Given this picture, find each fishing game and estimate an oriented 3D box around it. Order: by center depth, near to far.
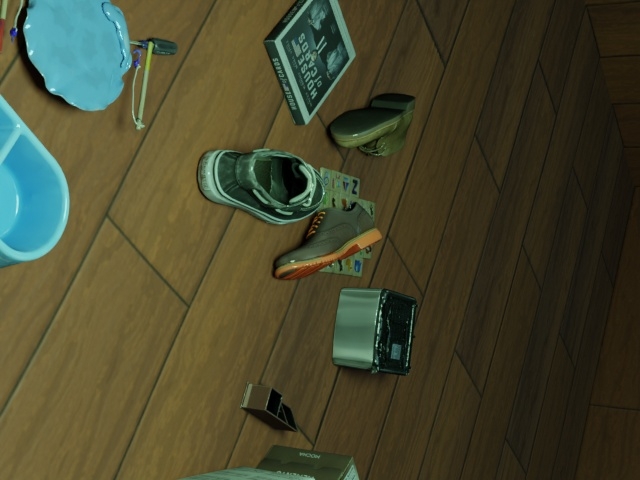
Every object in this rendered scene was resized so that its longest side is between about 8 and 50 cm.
[{"bbox_3d":[-0.321,-0.261,1.340,0.264,0.041,0.189,22,66,-53],"label":"fishing game"}]

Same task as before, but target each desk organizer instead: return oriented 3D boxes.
[{"bbox_3d":[-0.082,0.293,1.784,0.130,0.050,0.047,46,53,-52],"label":"desk organizer"}]

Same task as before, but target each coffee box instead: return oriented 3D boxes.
[{"bbox_3d":[-0.005,0.520,1.821,0.119,0.168,0.297,-51,133,-47],"label":"coffee box"}]

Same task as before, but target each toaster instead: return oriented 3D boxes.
[{"bbox_3d":[0.110,0.184,2.053,0.186,0.110,0.168,19,75,-60],"label":"toaster"}]

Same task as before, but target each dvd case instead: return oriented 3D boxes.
[{"bbox_3d":[-0.015,-0.352,1.877,0.238,0.029,0.179,-59,139,-40],"label":"dvd case"}]

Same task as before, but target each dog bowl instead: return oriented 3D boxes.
[{"bbox_3d":[-0.398,-0.085,1.181,0.297,0.074,0.166,59,43,-45],"label":"dog bowl"}]

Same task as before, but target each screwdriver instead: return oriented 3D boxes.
[{"bbox_3d":[-0.268,-0.282,1.458,0.170,0.025,0.024,-4,96,-51],"label":"screwdriver"}]

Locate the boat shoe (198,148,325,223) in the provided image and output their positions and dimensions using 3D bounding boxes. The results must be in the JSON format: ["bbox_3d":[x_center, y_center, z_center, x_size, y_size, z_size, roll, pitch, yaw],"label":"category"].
[{"bbox_3d":[-0.065,-0.088,1.716,0.335,0.119,0.121,1,91,-60],"label":"boat shoe"}]

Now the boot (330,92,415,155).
[{"bbox_3d":[0.112,-0.211,2.044,0.305,0.112,0.115,-32,130,-58],"label":"boot"}]

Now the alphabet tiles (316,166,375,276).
[{"bbox_3d":[0.051,-0.031,2.038,0.237,0.009,0.198,11,83,-60],"label":"alphabet tiles"}]

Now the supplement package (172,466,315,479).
[{"bbox_3d":[-0.126,0.472,1.620,0.203,0.149,0.194,10,83,-60],"label":"supplement package"}]

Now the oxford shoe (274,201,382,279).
[{"bbox_3d":[0.000,0.000,1.887,0.271,0.097,0.098,-23,86,-49],"label":"oxford shoe"}]
